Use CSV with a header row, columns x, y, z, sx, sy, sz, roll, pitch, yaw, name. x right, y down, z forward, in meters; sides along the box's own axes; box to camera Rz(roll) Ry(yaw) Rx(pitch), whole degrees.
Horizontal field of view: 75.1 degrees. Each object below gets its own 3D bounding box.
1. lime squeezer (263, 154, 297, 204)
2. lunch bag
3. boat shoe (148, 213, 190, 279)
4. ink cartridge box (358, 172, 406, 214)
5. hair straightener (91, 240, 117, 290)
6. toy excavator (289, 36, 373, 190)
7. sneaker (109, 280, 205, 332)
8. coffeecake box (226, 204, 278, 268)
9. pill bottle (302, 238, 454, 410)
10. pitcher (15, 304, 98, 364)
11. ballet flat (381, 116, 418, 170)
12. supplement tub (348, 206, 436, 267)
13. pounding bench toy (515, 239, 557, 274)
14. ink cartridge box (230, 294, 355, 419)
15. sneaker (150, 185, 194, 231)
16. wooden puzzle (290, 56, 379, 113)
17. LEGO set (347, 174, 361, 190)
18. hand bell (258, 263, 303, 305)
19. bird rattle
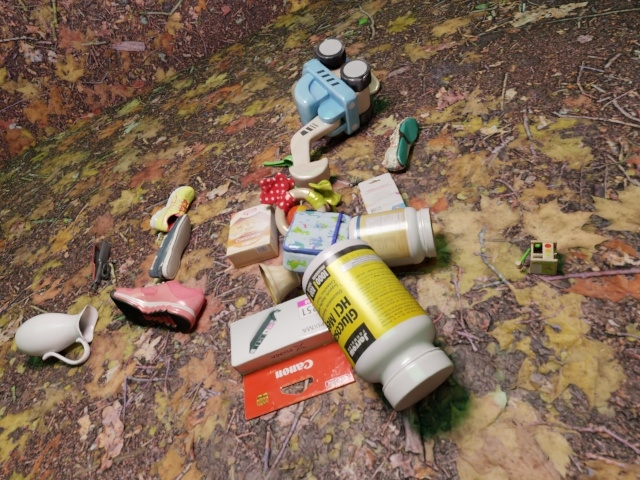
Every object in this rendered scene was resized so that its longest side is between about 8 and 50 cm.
x,y,z,sx,sy,sz,roll,pitch,yaw,name
-0.113,-0.244,1.474,0.109,0.059,0.310,-32,45,-5,lime squeezer
0.000,0.000,1.098,0.176,0.090,0.219,7,31,8,lunch bag
-0.498,0.018,1.389,0.079,0.095,0.255,0,58,10,boat shoe
0.182,-0.107,1.206,0.104,0.062,0.181,-19,45,7,ink cartridge box
-0.773,0.087,1.480,0.089,0.047,0.230,-23,44,4,hair straightener
0.002,-0.427,1.467,0.445,0.222,0.433,-36,64,-7,toy excavator
-0.475,0.178,1.235,0.313,0.116,0.136,8,43,22,sneaker
-0.209,-0.020,1.302,0.142,0.068,0.186,-17,44,11,coffeecake box
0.115,0.169,0.875,0.187,0.188,0.334,-33,56,-6,pill bottle
-0.794,0.300,1.255,0.207,0.125,0.178,-13,60,-1,pitcher
0.254,-0.316,1.356,0.077,0.091,0.241,-16,37,43,ballet flat
0.183,-0.005,1.053,0.199,0.144,0.144,-9,47,17,supplement tub
0.486,0.035,0.941,0.083,0.052,0.065,1,51,26,pounding bench toy
-0.078,0.261,0.992,0.275,0.060,0.239,-22,43,5,ink cartridge box
-0.523,-0.110,1.533,0.094,0.081,0.209,21,67,29,sneaker
0.044,-0.667,1.773,0.347,0.081,0.322,-23,45,5,wooden puzzle
0.116,-0.185,1.342,0.054,0.023,0.083,-24,57,5,LEGO set
-0.032,0.074,1.133,0.242,0.126,0.126,-23,43,-15,hand bell
-0.067,-0.099,1.247,0.253,0.143,0.207,2,84,9,bird rattle
